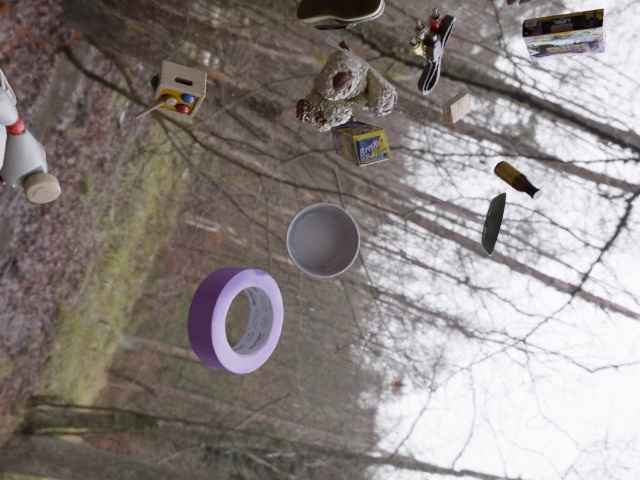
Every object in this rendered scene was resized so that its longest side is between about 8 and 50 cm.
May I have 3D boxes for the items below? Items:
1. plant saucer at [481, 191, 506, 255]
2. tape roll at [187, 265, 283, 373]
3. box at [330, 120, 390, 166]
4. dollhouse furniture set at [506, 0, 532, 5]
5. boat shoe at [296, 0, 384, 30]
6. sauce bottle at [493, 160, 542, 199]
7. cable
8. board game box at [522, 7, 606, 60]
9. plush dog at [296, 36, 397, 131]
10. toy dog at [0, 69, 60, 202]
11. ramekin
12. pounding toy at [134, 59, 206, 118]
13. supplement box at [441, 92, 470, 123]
[{"bbox_3d":[0.312,-0.032,0.997,0.119,0.021,0.119,14,90,-79],"label":"plant saucer"},{"bbox_3d":[-0.218,0.208,1.459,0.090,0.275,0.274,4,-114,35],"label":"tape roll"},{"bbox_3d":[0.066,-0.175,0.976,0.169,0.059,0.054,-127,-157,-70],"label":"box"},{"bbox_3d":[0.374,-0.561,1.090,0.123,0.151,0.144,-55,-155,-13],"label":"dollhouse furniture set"},{"bbox_3d":[0.034,-0.337,0.802,0.152,0.049,0.056,18,-89,39],"label":"boat shoe"},{"bbox_3d":[0.445,-0.134,1.237,0.042,0.042,0.128,-61,-138,25],"label":"sauce bottle"},{"bbox_3d":[0.296,-0.510,1.476,0.139,0.072,0.287,-49,165,-3],"label":"cable"},{"bbox_3d":[0.576,-0.481,1.296,0.171,0.141,0.048,3,-96,30],"label":"board game box"},{"bbox_3d":[0.038,-0.394,1.484,0.225,0.263,0.210,-48,-124,30],"label":"plush dog"},{"bbox_3d":[-0.756,-0.218,1.293,0.220,0.161,0.333,48,-24,43],"label":"toy dog"},{"bbox_3d":[0.000,0.000,1.546,0.109,0.207,0.207,176,-64,-82],"label":"ramekin"},{"bbox_3d":[-0.373,-0.360,1.364,0.130,0.141,0.100,-33,-127,56],"label":"pounding toy"},{"bbox_3d":[0.433,-0.423,1.752,0.098,0.062,0.036,-39,-142,-27],"label":"supplement box"}]
